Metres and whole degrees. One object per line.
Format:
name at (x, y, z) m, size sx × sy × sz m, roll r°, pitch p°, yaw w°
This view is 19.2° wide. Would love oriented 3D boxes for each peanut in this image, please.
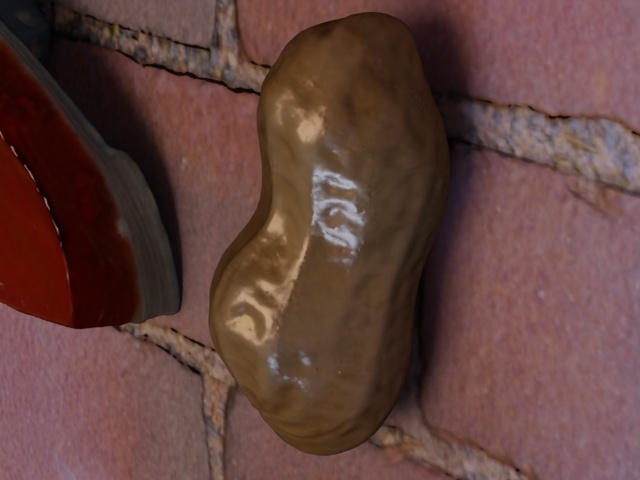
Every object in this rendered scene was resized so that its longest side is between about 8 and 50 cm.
peanut at (0.000, 0.000, 1.054) m, size 0.111 × 0.125 × 0.274 m, roll -131°, pitch 43°, yaw -52°

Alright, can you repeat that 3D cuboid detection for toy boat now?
toy boat at (-0.210, -0.074, 1.274) m, size 0.332 × 0.133 × 0.145 m, roll 51°, pitch 131°, yaw 8°
